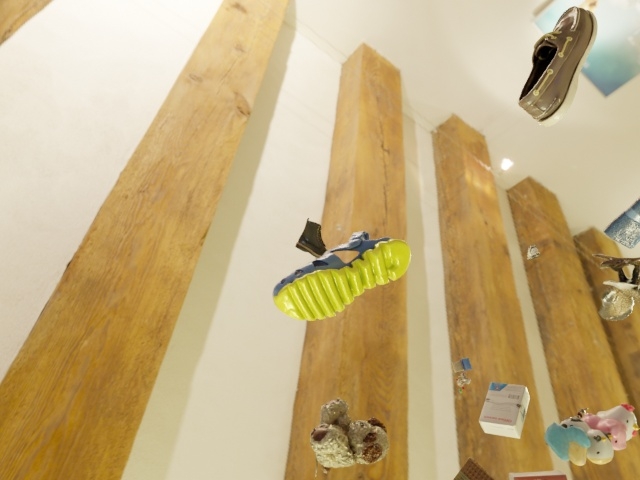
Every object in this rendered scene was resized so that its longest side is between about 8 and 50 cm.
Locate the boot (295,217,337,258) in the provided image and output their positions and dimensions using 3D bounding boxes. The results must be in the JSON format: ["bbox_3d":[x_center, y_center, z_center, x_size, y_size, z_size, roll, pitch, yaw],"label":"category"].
[{"bbox_3d":[0.000,0.000,2.047,0.197,0.137,0.077,23,-172,17],"label":"boot"}]

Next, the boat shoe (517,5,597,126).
[{"bbox_3d":[0.542,-0.420,1.135,0.096,0.116,0.325,27,-105,-12],"label":"boat shoe"}]

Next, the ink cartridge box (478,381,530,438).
[{"bbox_3d":[0.715,0.654,1.907,0.191,0.139,0.082,-53,-56,-39],"label":"ink cartridge box"}]

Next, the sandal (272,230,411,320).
[{"bbox_3d":[0.038,0.069,1.089,0.317,0.126,0.138,-21,-147,-18],"label":"sandal"}]

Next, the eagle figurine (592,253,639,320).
[{"bbox_3d":[1.136,0.195,1.779,0.226,0.225,0.299,-68,-40,-74],"label":"eagle figurine"}]

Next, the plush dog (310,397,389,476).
[{"bbox_3d":[0.103,0.639,1.545,0.262,0.225,0.211,-34,-60,-76],"label":"plush dog"}]

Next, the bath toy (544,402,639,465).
[{"bbox_3d":[0.819,0.557,1.436,0.348,0.129,0.151,1,-146,-34],"label":"bath toy"}]

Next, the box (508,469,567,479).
[{"bbox_3d":[0.554,0.671,1.223,0.091,0.129,0.171,53,-150,-67],"label":"box"}]

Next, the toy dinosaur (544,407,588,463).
[{"bbox_3d":[1.079,0.822,2.107,0.127,0.296,0.200,31,-105,13],"label":"toy dinosaur"}]

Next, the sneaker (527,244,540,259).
[{"bbox_3d":[0.863,0.048,2.001,0.109,0.040,0.044,63,-168,-71],"label":"sneaker"}]

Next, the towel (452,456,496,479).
[{"bbox_3d":[0.492,0.966,1.657,0.040,0.370,0.271,42,175,-34],"label":"towel"}]

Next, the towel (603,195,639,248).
[{"bbox_3d":[0.610,-0.039,0.940,0.067,0.119,0.029,28,-137,-1],"label":"towel"}]

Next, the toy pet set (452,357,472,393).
[{"bbox_3d":[0.538,0.502,1.834,0.122,0.065,0.114,68,-172,-68],"label":"toy pet set"}]
